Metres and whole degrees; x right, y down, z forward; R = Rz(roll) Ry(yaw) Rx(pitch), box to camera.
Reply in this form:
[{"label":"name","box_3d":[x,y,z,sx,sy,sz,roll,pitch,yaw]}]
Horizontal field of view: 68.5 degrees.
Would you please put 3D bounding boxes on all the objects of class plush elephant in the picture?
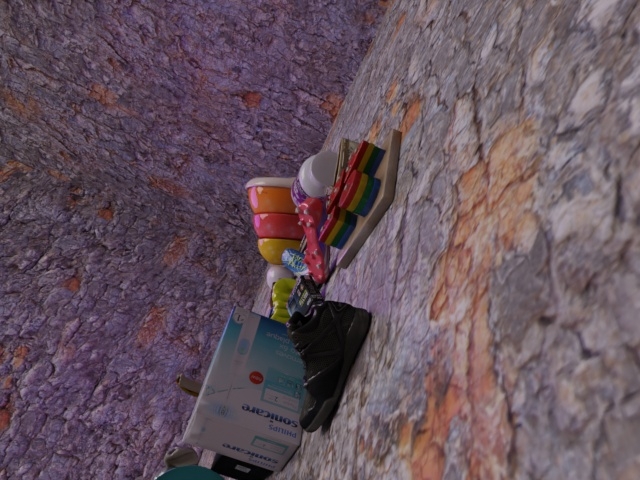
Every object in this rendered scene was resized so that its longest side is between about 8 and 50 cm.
[{"label":"plush elephant","box_3d":[-0.510,0.916,1.698,0.330,0.255,0.272,-131,63,-81]}]

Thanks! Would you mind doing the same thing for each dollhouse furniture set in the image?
[{"label":"dollhouse furniture set","box_3d":[-0.433,0.633,1.783,0.151,0.301,0.197,-68,10,-23]}]

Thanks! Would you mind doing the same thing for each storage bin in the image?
[{"label":"storage bin","box_3d":[-0.169,0.486,1.081,0.180,0.122,0.084,121,169,-47]}]

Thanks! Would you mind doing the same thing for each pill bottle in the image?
[{"label":"pill bottle","box_3d":[-0.005,-0.212,1.701,0.301,0.169,0.169,138,153,-73]}]

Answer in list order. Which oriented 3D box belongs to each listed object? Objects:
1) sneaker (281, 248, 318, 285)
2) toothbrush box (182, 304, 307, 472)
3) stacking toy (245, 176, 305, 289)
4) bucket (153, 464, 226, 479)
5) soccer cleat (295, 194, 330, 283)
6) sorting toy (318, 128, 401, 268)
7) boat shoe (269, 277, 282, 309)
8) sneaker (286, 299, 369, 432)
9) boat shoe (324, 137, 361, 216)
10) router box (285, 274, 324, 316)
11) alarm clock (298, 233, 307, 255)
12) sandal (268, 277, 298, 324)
[{"label":"sneaker","box_3d":[-0.062,0.085,1.434,0.240,0.126,0.091,-133,65,-82]},{"label":"toothbrush box","box_3d":[-0.144,0.316,1.037,0.295,0.216,0.126,-78,12,-54]},{"label":"stacking toy","box_3d":[-0.166,-0.015,2.000,0.350,0.350,0.480,167,109,-80]},{"label":"bucket","box_3d":[-0.320,0.674,1.083,0.281,0.281,0.183,-77,13,-49]},{"label":"soccer cleat","box_3d":[0.000,0.000,1.261,0.083,0.095,0.248,18,127,48]},{"label":"sorting toy","box_3d":[0.086,-0.111,1.116,0.255,0.089,0.257,120,169,-45]},{"label":"boat shoe","box_3d":[-0.122,0.203,1.643,0.307,0.110,0.104,52,-124,-88]},{"label":"sneaker","box_3d":[-0.015,0.205,0.802,0.087,0.130,0.228,-123,54,-83]},{"label":"boat shoe","box_3d":[0.058,-0.181,1.479,0.104,0.089,0.285,149,142,-76]},{"label":"router box","box_3d":[-0.045,0.169,1.273,0.092,0.038,0.122,59,134,41]},{"label":"alarm clock","box_3d":[-0.027,0.001,1.654,0.129,0.064,0.192,-80,12,-56]},{"label":"sandal","box_3d":[-0.110,0.262,1.371,0.317,0.126,0.138,-72,-6,-50]}]
